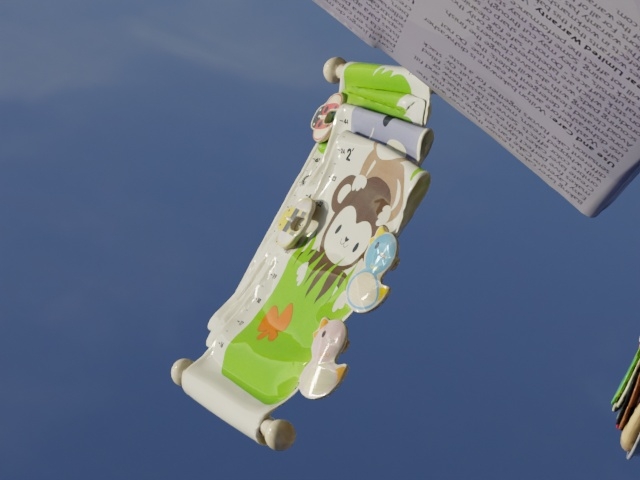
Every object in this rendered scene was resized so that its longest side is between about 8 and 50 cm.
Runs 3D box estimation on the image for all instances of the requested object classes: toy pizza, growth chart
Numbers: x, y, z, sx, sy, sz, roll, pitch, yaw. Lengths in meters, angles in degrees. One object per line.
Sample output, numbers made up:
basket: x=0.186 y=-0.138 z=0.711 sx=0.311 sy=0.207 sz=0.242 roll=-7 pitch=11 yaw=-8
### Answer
toy pizza: x=0.231 y=0.047 z=1.236 sx=0.032 sy=0.201 sz=0.201 roll=22 pitch=-157 yaw=9
growth chart: x=0.000 y=0.000 z=1.028 sx=0.021 sy=0.237 sz=0.172 roll=33 pitch=166 yaw=-26

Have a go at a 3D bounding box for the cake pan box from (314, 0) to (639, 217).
cake pan box: x=0.026 y=-0.143 z=0.529 sx=0.267 sy=0.246 sz=0.070 roll=39 pitch=-112 yaw=6
